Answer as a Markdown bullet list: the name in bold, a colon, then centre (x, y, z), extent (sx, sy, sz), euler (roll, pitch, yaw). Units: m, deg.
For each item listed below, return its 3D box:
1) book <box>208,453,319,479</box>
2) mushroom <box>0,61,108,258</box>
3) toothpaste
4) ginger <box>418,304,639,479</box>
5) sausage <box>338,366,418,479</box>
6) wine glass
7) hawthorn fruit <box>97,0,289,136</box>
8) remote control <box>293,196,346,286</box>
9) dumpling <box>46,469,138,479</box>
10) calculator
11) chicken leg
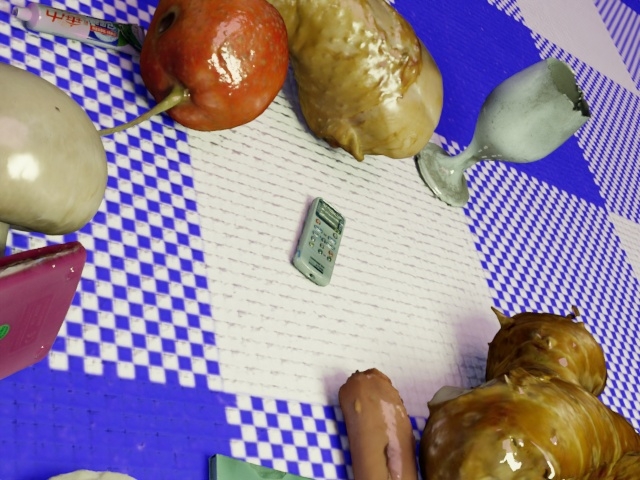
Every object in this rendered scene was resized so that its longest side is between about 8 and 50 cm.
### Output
- **book**: centre (-0.039, 0.250, 0.761), extent (0.135, 0.017, 0.103), euler (25, 41, -34)
- **mushroom**: centre (-0.263, -0.035, 0.645), extent (0.204, 0.204, 0.204), euler (28, 42, -29)
- **toothpaste**: centre (-0.250, -0.226, 0.929), extent (0.170, 0.028, 0.045), euler (1, 66, -52)
- **ginger**: centre (0.228, 0.188, 0.976), extent (0.418, 0.176, 0.254), euler (3, 54, -52)
- **sausage**: centre (0.070, 0.261, 0.826), extent (0.078, 0.078, 0.304), euler (21, 45, -36)
- **wine glass**: centre (0.262, -0.153, 1.247), extent (0.126, 0.241, 0.126), euler (30, 42, -31)
- **hawthorn fruit**: centre (-0.140, -0.164, 0.910), extent (0.165, 0.165, 0.285), euler (42, 46, -13)
- **remote control**: centre (0.000, 0.000, 1.017), extent (0.053, 0.018, 0.124), euler (39, 38, -18)
- **dumpling**: centre (-0.161, 0.261, 0.531), extent (0.226, 0.243, 0.175), euler (12, 90, -20)
- **calculator**: centre (-0.247, 0.066, 0.598), extent (0.034, 0.127, 0.190), euler (42, 32, 21)
- **chicken leg**: centre (-0.009, -0.286, 1.101), extent (0.409, 0.182, 0.295), euler (41, 22, -35)
